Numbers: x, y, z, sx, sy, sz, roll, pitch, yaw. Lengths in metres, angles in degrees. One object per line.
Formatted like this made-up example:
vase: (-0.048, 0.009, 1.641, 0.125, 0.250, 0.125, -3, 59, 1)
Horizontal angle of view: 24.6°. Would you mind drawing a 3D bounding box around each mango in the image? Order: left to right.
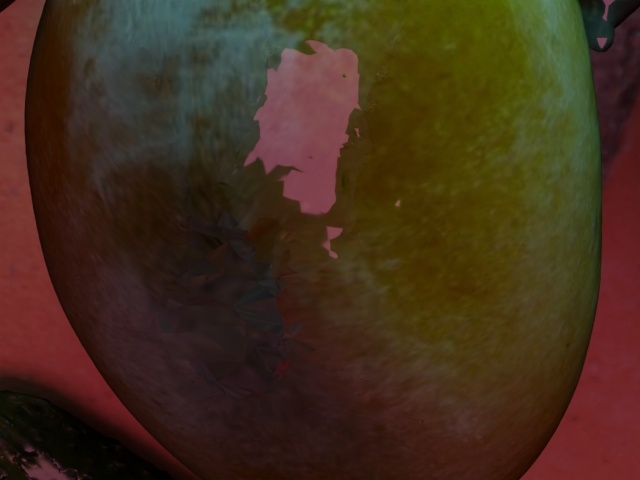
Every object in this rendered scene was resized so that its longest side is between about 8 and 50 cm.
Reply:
mango: (0.000, 0.000, 0.585, 0.221, 0.199, 0.384, 7, 138, 8)

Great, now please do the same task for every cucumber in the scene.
cucumber: (-0.101, 0.143, 0.757, 0.227, 0.069, 0.069, 38, 117, -16)

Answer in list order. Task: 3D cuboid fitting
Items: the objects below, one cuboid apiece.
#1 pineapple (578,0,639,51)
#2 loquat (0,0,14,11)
pineapple: (0.208, -0.057, 0.542, 0.223, 0.223, 0.357, -24, 103, 17)
loquat: (-0.156, -0.140, 0.521, 0.152, 0.152, 0.195, 32, 119, -17)
